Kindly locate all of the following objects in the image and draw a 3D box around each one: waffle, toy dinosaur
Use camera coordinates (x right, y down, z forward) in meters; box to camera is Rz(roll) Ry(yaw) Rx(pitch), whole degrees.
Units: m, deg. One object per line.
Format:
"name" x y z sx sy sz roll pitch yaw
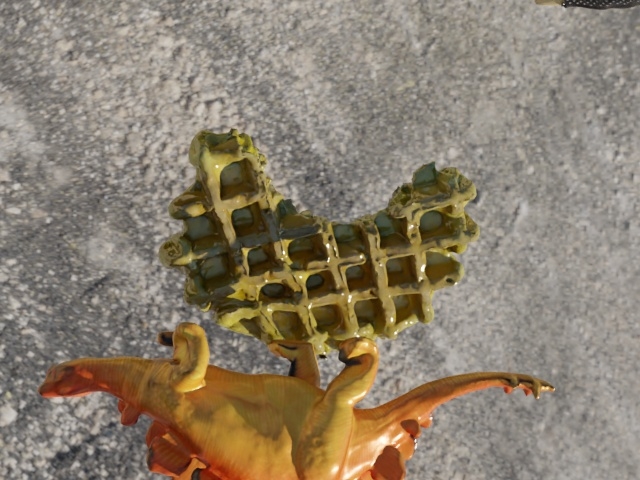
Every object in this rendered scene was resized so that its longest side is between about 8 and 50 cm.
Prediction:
"waffle" 0.000 -0.001 0.492 0.194 0.051 0.148 19 103 -14
"toy dinosaur" -0.014 0.110 0.431 0.289 0.070 0.117 7 75 -4

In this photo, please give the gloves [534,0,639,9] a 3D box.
"gloves" 0.236 -0.286 0.704 0.106 0.181 0.129 -60 147 -8
